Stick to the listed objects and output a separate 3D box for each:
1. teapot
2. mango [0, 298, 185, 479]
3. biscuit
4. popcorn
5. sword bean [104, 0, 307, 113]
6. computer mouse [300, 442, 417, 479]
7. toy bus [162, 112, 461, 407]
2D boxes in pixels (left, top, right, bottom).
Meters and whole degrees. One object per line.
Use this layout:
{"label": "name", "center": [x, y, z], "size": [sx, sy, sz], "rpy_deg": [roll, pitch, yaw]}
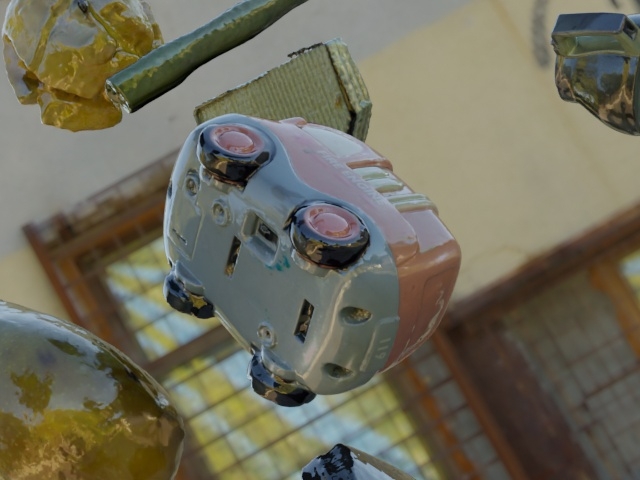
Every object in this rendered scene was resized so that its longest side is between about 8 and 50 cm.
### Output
{"label": "teapot", "center": [0.155, -0.096, 0.886], "size": [0.057, 0.066, 0.088], "rpy_deg": [12, -18, 30]}
{"label": "mango", "center": [-0.269, 0.148, 1.544], "size": [0.329, 0.176, 0.176], "rpy_deg": [17, 23, 37]}
{"label": "biscuit", "center": [-0.032, -0.120, 1.824], "size": [0.052, 0.150, 0.252], "rpy_deg": [-26, 3, -40]}
{"label": "popcorn", "center": [-0.220, -0.183, 1.532], "size": [0.148, 0.167, 0.152], "rpy_deg": [-14, -13, 4]}
{"label": "sword bean", "center": [-0.066, -0.189, 1.426], "size": [0.269, 0.038, 0.043], "rpy_deg": [-34, 12, -20]}
{"label": "computer mouse", "center": [0.087, 0.290, 1.450], "size": [0.100, 0.170, 0.269], "rpy_deg": [-29, -41, 14]}
{"label": "toy bus", "center": [0.000, 0.000, 1.550], "size": [0.232, 0.288, 0.194], "rpy_deg": [-18, -43, -37]}
